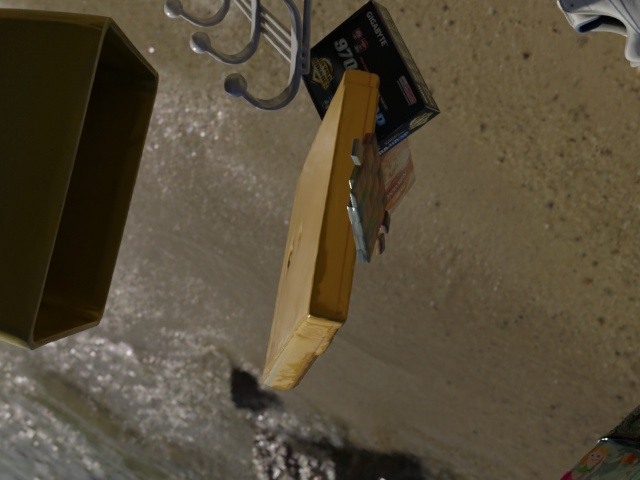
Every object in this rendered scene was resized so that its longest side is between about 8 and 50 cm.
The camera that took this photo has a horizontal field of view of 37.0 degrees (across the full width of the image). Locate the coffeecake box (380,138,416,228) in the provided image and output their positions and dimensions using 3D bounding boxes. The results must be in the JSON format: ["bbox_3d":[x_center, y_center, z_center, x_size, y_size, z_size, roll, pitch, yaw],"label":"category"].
[{"bbox_3d":[0.104,-0.139,1.778,0.068,0.142,0.185,18,146,31],"label":"coffeecake box"}]

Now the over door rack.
[{"bbox_3d":[-0.064,-0.295,0.744,0.108,0.239,0.324,2,118,-24],"label":"over door rack"}]

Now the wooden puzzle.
[{"bbox_3d":[0.025,-0.022,0.503,0.006,0.049,0.083,2,134,18],"label":"wooden puzzle"}]

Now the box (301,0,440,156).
[{"bbox_3d":[0.072,-0.248,1.551,0.175,0.220,0.051,-34,156,27],"label":"box"}]

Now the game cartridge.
[{"bbox_3d":[0.000,0.000,1.083,0.053,0.285,0.323,12,159,-8],"label":"game cartridge"}]

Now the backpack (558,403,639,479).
[{"bbox_3d":[0.308,0.255,0.774,0.225,0.253,0.191,62,163,-5],"label":"backpack"}]

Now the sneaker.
[{"bbox_3d":[0.309,-0.323,1.114,0.297,0.129,0.111,46,-166,23],"label":"sneaker"}]

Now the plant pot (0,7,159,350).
[{"bbox_3d":[-0.244,-0.055,0.683,0.187,0.212,0.212,13,179,-1],"label":"plant pot"}]
